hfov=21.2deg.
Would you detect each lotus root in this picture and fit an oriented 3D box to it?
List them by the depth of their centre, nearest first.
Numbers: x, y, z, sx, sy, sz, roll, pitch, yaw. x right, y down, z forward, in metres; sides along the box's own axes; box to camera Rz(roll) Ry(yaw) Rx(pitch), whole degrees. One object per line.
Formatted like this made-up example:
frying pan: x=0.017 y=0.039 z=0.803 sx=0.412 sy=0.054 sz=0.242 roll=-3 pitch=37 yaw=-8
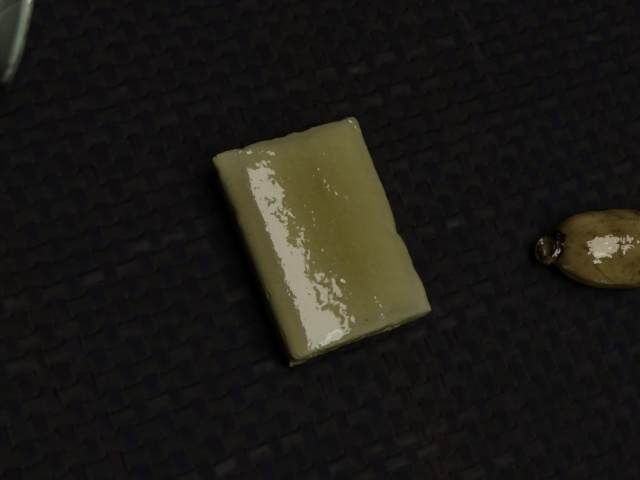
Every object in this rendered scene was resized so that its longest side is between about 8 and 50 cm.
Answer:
lotus root: x=0.260 y=0.006 z=1.494 sx=0.152 sy=0.063 sz=0.072 roll=-8 pitch=66 yaw=-22

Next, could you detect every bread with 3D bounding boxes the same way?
bread: x=-0.001 y=0.000 z=1.381 sx=0.139 sy=0.060 sz=0.178 roll=-16 pitch=80 yaw=-26

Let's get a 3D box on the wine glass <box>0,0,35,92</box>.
wine glass: x=-0.366 y=-0.200 z=1.245 sx=0.321 sy=0.143 sz=0.143 roll=8 pitch=70 yaw=-20
